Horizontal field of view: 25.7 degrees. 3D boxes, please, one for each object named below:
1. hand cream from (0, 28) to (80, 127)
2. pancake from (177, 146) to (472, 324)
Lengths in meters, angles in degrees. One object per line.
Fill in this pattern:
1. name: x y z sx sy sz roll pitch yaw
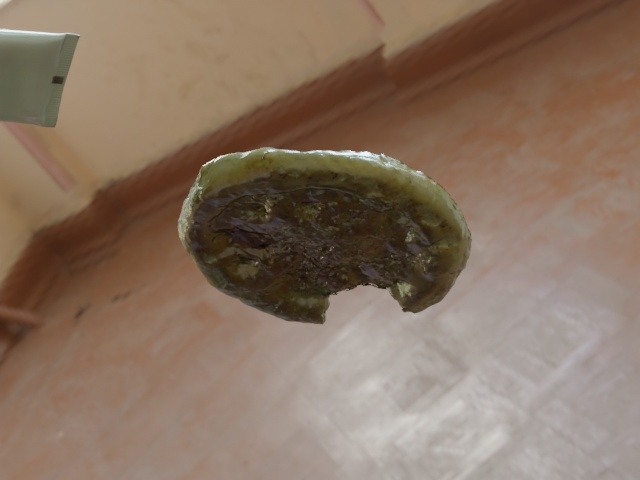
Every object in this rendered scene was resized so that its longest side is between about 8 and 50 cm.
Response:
1. hand cream: -0.365 -0.171 1.435 0.067 0.320 0.109 25 105 29
2. pancake: 0.000 0.000 1.174 0.253 0.253 0.037 -22 47 35
